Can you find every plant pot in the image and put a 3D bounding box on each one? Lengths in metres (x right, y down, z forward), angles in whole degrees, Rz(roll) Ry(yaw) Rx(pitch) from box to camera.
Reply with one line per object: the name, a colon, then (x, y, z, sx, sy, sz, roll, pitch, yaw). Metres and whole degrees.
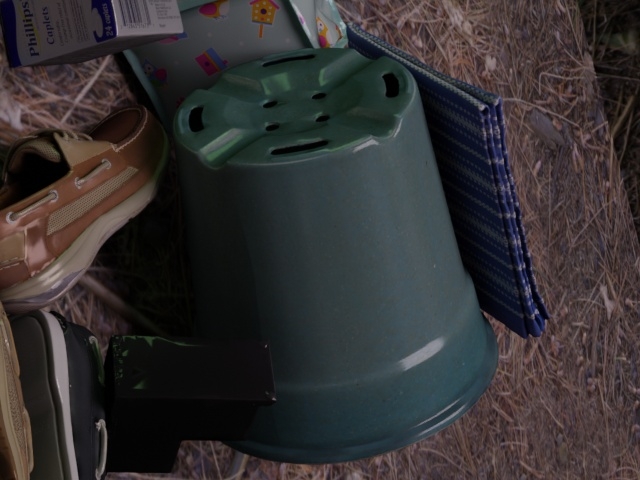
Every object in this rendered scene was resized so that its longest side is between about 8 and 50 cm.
plant pot: (0.000, 0.000, 1.884, 0.341, 0.341, 0.334, -59, 146, -51)

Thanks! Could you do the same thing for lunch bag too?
lunch bag: (-0.120, -0.275, 1.967, 0.262, 0.223, 0.160, 62, 26, -29)

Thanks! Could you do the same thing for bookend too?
bookend: (-0.138, 0.166, 1.769, 0.156, 0.157, 0.072, 110, -23, -50)

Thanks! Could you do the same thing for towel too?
towel: (0.140, -0.063, 1.955, 0.040, 0.243, 0.336, -34, 132, -21)

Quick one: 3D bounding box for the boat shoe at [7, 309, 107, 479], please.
boat shoe: (-0.242, 0.212, 1.685, 0.091, 0.114, 0.303, 21, 62, -51)

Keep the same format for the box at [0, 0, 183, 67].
box: (-0.233, -0.227, 1.834, 0.126, 0.137, 0.072, -15, 92, -62)

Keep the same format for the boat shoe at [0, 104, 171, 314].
boat shoe: (-0.248, -0.058, 1.770, 0.116, 0.123, 0.324, 62, 30, -23)

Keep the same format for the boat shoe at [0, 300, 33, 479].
boat shoe: (-0.301, 0.191, 1.577, 0.110, 0.121, 0.341, 43, 42, -72)
